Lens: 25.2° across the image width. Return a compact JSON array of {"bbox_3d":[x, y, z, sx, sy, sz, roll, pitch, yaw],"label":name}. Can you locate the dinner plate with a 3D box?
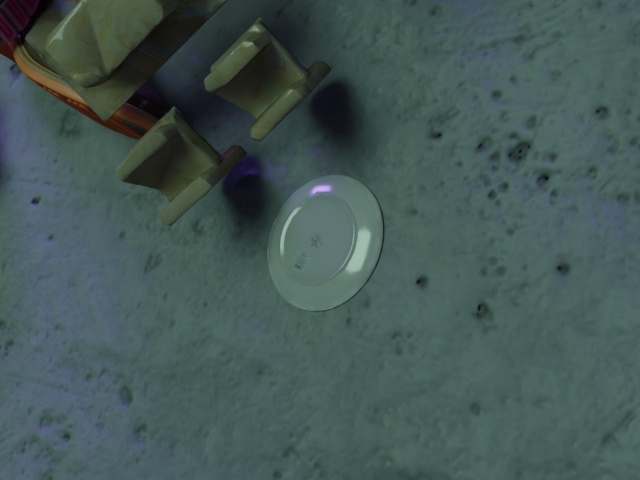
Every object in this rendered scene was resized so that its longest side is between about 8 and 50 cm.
[{"bbox_3d":[0.000,0.000,1.421,0.141,0.017,0.141,-12,69,35],"label":"dinner plate"}]

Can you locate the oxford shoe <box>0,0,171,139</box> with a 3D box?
[{"bbox_3d":[-0.272,-0.226,1.631,0.364,0.130,0.132,36,92,38],"label":"oxford shoe"}]

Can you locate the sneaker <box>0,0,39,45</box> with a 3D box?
[{"bbox_3d":[-0.365,-0.306,1.623,0.111,0.103,0.252,19,54,41],"label":"sneaker"}]

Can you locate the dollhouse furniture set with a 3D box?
[{"bbox_3d":[-0.115,-0.295,1.424,0.394,0.256,0.362,-41,96,24],"label":"dollhouse furniture set"}]
